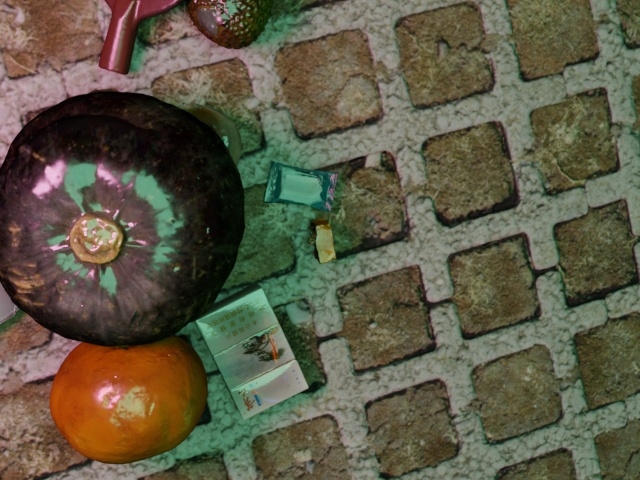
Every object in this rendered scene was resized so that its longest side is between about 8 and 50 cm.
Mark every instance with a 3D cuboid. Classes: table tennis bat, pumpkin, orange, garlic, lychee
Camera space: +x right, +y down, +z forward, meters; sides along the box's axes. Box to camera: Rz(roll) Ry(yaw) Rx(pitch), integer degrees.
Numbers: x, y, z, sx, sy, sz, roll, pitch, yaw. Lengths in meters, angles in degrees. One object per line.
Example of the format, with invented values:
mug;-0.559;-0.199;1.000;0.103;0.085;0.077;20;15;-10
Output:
table tennis bat;-0.322;-0.501;1.584;0.268;0.051;0.415;23;106;15
pumpkin;0.000;0.000;1.763;0.053;0.074;0.083;-7;99;-6
orange;-0.348;0.282;1.614;0.283;0.284;0.226;-10;103;-11
pumpkin;-0.351;-0.039;1.536;0.454;0.344;0.455;0;100;-1
garlic;-0.223;-0.155;1.696;0.128;0.090;0.198;16;101;1
lychee;-0.159;-0.437;1.631;0.171;0.171;0.171;-2;98;-13

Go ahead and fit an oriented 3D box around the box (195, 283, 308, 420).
box;-0.139;0.222;1.765;0.149;0.067;0.233;-26;103;-8

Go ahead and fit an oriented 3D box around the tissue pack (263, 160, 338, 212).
tissue pack;-0.039;-0.106;1.766;0.138;0.028;0.085;10;92;-9

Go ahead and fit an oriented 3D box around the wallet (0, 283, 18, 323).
wallet;-0.676;0.073;1.622;0.170;0.069;0.231;-39;108;-24
